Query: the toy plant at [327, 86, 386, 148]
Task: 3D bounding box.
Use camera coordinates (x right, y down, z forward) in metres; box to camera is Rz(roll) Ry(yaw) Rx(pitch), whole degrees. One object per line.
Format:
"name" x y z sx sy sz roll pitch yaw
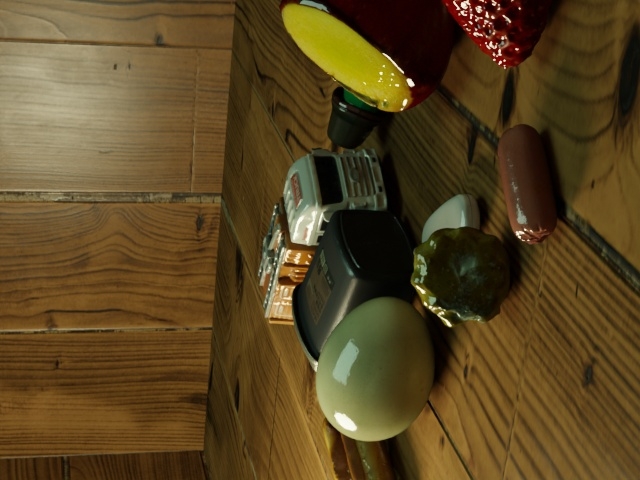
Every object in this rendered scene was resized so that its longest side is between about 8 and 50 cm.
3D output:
"toy plant" 0.080 -0.266 2.174 0.200 0.105 0.143 -62 6 24

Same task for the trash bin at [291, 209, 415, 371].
"trash bin" 0.059 0.102 2.091 0.209 0.182 0.290 -105 26 -44

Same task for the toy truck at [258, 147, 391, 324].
"toy truck" 0.000 0.000 2.252 0.387 0.207 0.173 107 158 -49

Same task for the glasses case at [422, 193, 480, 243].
"glasses case" 0.194 -0.013 1.794 0.193 0.049 0.074 131 137 -68

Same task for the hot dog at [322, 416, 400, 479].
"hot dog" 0.082 0.408 2.155 0.337 0.100 0.135 -106 30 -46

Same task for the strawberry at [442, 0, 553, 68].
"strawberry" 0.222 -0.336 1.489 0.205 0.205 0.244 -120 11 -64

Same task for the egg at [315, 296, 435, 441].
"egg" 0.091 0.206 1.924 0.188 0.188 0.253 -112 31 -57

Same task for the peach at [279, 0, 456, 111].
"peach" 0.092 -0.337 1.836 0.245 0.274 0.248 -47 -11 13

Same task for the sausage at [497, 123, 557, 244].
"sausage" 0.260 -0.070 1.503 0.062 0.062 0.154 117 150 -62

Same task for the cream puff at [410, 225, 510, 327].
"cream puff" 0.195 0.048 1.644 0.116 0.146 0.146 15 -105 -87
